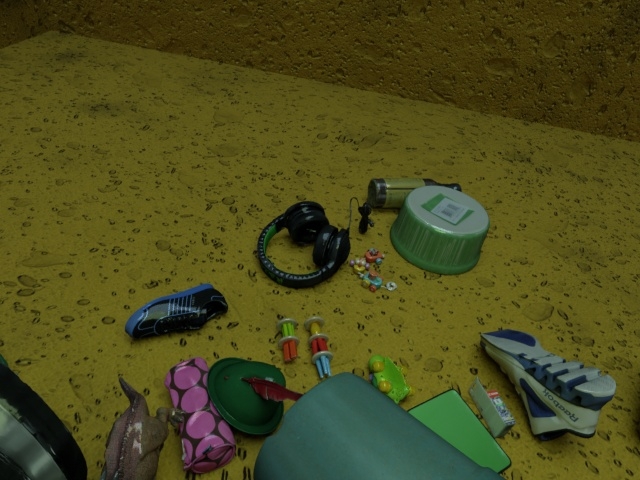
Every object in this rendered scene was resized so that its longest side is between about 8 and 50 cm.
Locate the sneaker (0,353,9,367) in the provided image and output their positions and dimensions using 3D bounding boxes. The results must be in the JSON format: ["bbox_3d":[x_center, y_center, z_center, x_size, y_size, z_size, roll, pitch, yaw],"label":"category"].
[{"bbox_3d":[-0.655,0.274,0.796,0.223,0.083,0.098,36,51,27],"label":"sneaker"}]

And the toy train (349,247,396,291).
[{"bbox_3d":[0.159,0.077,1.225,0.125,0.046,0.166,-6,42,-18],"label":"toy train"}]

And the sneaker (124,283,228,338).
[{"bbox_3d":[-0.330,0.176,0.977,0.232,0.081,0.090,-25,44,-36],"label":"sneaker"}]

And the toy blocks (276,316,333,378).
[{"bbox_3d":[-0.036,0.254,0.969,0.123,0.054,0.148,-1,42,-14],"label":"toy blocks"}]

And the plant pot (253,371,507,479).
[{"bbox_3d":[0.093,0.406,0.631,0.341,0.341,0.334,-24,42,-34],"label":"plant pot"}]

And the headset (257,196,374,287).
[{"bbox_3d":[0.000,0.000,1.247,0.394,0.185,0.243,-34,59,-21],"label":"headset"}]

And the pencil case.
[{"bbox_3d":[-0.240,0.333,0.806,0.098,0.095,0.209,-14,43,-25],"label":"pencil case"}]

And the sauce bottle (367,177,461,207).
[{"bbox_3d":[0.346,-0.172,1.511,0.344,0.111,0.111,0,41,-14],"label":"sauce bottle"}]

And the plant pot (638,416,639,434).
[{"bbox_3d":[0.832,0.368,0.908,0.254,0.237,0.237,-29,53,-21],"label":"plant pot"}]

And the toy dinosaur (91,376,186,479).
[{"bbox_3d":[-0.288,0.337,0.625,0.127,0.200,0.296,-12,61,-1],"label":"toy dinosaur"}]

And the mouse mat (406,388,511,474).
[{"bbox_3d":[0.290,0.418,0.881,0.152,0.007,0.190,-13,44,-26],"label":"mouse mat"}]

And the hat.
[{"bbox_3d":[-0.097,0.256,0.812,0.208,0.183,0.173,45,23,24],"label":"hat"}]

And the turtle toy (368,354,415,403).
[{"bbox_3d":[0.148,0.309,0.932,0.095,0.066,0.130,19,32,-26],"label":"turtle toy"}]

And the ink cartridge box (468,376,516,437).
[{"bbox_3d":[0.376,0.365,0.917,0.029,0.063,0.115,-5,42,-15],"label":"ink cartridge box"}]

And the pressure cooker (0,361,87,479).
[{"bbox_3d":[-0.562,0.363,0.483,0.369,0.376,0.420,31,38,7],"label":"pressure cooker"}]

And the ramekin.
[{"bbox_3d":[0.388,-0.047,1.340,0.303,0.148,0.303,6,40,-5],"label":"ramekin"}]

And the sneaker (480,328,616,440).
[{"bbox_3d":[0.482,0.335,0.934,0.127,0.182,0.315,-3,12,-18],"label":"sneaker"}]
